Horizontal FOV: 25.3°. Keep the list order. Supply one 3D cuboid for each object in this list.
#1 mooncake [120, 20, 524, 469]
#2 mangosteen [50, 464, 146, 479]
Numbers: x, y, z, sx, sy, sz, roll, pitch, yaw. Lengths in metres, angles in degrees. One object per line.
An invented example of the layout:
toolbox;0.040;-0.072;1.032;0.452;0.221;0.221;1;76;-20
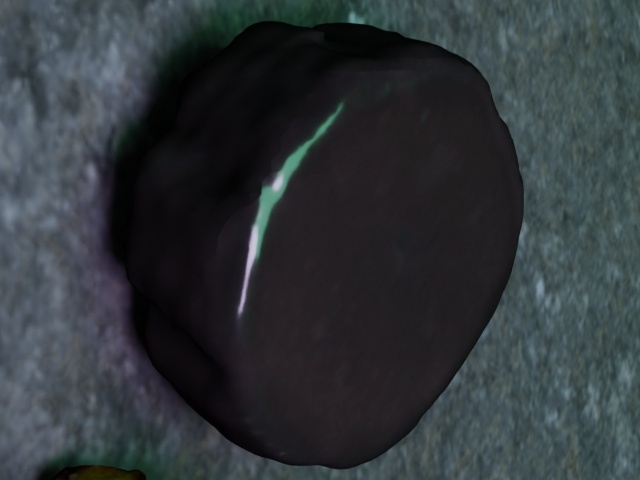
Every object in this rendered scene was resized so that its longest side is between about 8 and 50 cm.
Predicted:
mooncake;0.000;0.000;0.919;0.283;0.141;0.283;-18;117;-41
mangosteen;-0.024;0.324;0.788;0.382;0.382;0.435;-29;98;-40
